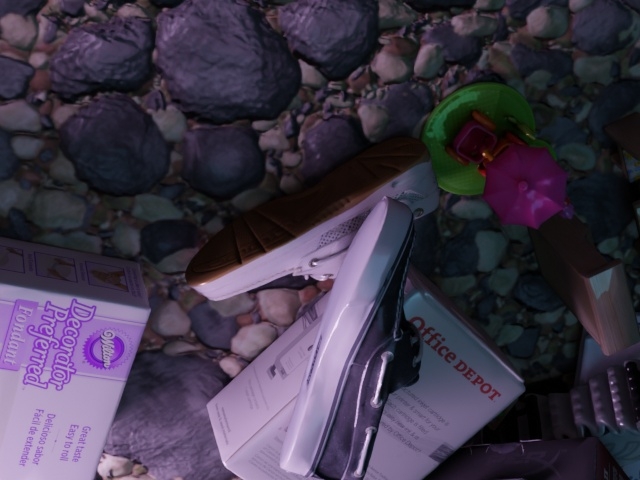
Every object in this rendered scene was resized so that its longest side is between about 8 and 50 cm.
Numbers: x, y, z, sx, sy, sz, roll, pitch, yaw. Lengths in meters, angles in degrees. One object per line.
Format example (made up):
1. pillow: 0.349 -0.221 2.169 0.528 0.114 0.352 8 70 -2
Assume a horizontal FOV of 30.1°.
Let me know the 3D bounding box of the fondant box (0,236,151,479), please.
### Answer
1. fondant box: -0.360 0.115 1.167 0.330 0.096 0.238 11 114 -23

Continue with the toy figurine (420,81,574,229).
1. toy figurine: 0.203 -0.061 1.202 0.173 0.159 0.130 28 107 -29

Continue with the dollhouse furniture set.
1. dollhouse furniture set: 0.369 -0.007 1.282 0.242 0.161 0.212 -24 122 -3

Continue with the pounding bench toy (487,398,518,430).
1. pounding bench toy: 0.194 0.189 1.384 0.065 0.083 0.052 26 108 -27

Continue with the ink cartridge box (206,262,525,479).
1. ink cartridge box: 0.050 0.172 1.310 0.283 0.117 0.207 -43 121 9

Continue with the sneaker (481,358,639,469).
1. sneaker: 0.342 0.222 1.397 0.292 0.110 0.118 -19 124 26

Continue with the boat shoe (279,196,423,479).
1. boat shoe: 0.051 0.105 1.151 0.102 0.108 0.301 16 107 -7

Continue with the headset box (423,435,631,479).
1. headset box: 0.254 0.330 1.380 0.218 0.110 0.293 -10 142 28

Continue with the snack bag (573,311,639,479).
1. snack bag: 0.469 0.221 1.515 0.343 0.037 0.323 -6 119 -14

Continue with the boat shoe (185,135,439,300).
1. boat shoe: 0.000 0.000 1.211 0.277 0.098 0.096 -27 122 -2
